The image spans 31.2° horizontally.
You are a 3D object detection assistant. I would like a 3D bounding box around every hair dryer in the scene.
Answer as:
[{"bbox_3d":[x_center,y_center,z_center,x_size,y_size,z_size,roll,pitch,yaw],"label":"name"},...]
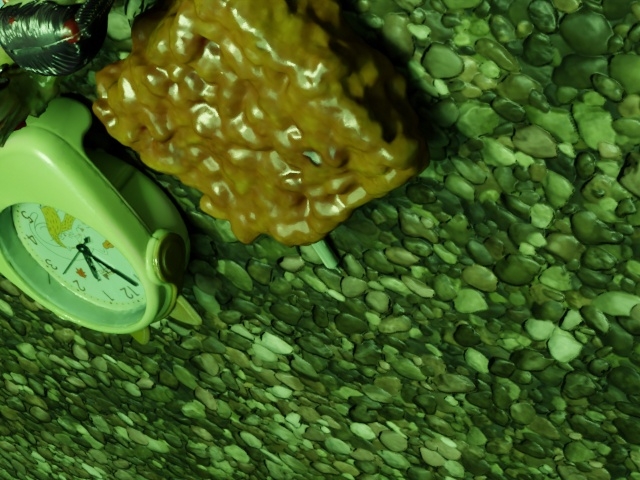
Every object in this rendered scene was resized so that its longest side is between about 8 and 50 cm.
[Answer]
[{"bbox_3d":[0.000,0.000,1.365,0.063,0.038,0.124,-2,137,35],"label":"hair dryer"}]

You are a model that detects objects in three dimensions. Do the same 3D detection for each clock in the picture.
[{"bbox_3d":[-0.264,-0.245,1.141,0.194,0.195,0.100,-2,135,33],"label":"clock"},{"bbox_3d":[-0.302,-0.005,1.494,0.286,0.117,0.348,-21,120,45],"label":"clock"}]

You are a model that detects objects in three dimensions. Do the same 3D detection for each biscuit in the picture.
[{"bbox_3d":[-0.063,-0.136,1.196,0.318,0.110,0.312,42,139,-14],"label":"biscuit"}]

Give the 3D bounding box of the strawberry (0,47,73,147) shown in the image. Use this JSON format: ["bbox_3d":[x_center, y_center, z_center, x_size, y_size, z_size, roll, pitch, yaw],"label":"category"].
[{"bbox_3d":[-0.424,-0.203,1.271,0.306,0.233,0.137,26,140,18],"label":"strawberry"}]
